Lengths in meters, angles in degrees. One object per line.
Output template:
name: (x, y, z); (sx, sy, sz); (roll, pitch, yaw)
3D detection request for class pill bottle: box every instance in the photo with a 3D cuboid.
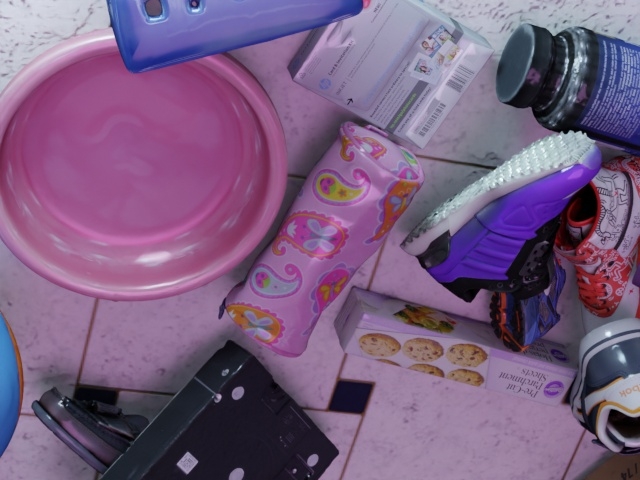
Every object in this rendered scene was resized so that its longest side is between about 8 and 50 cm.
pill bottle: (0.317, -0.172, 1.537); (0.219, 0.123, 0.123); (15, 116, -16)

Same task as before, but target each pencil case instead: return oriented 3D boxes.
pencil case: (0.000, 0.000, 1.563); (0.124, 0.124, 0.284); (24, 115, -25)

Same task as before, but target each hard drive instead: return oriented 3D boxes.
hard drive: (-0.154, 0.317, 1.671); (0.339, 0.064, 0.237); (-49, 131, -12)

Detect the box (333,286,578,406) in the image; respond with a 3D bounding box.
box: (0.175, 0.138, 1.728); (0.324, 0.063, 0.067); (17, 116, -22)

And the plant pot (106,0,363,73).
plant pot: (-0.109, -0.316, 1.293); (0.236, 0.236, 0.212); (-15, 117, -4)

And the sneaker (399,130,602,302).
sneaker: (0.234, -0.013, 1.553); (0.146, 0.102, 0.293); (51, 137, -6)

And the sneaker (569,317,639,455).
sneaker: (0.391, 0.219, 1.726); (0.126, 0.127, 0.321); (-22, 151, 5)

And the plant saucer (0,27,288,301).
plant saucer: (-0.203, -0.089, 1.481); (0.332, 0.084, 0.332); (-5, 124, -7)

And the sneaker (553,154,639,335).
sneaker: (0.333, 0.025, 1.656); (0.145, 0.090, 0.270); (-11, 121, -38)

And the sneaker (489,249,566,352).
sneaker: (0.262, 0.028, 1.684); (0.087, 0.083, 0.221); (-18, 123, -31)

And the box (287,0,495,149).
box: (0.079, -0.203, 1.515); (0.186, 0.038, 0.145); (24, 112, -26)

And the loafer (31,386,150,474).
loafer: (-0.234, 0.256, 1.692); (0.095, 0.109, 0.302); (-48, 128, -6)

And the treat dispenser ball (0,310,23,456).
treat dispenser ball: (-0.464, 0.156, 1.450); (0.288, 0.288, 0.288); (-6, 122, -10)

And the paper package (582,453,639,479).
paper package: (0.514, 0.392, 1.817); (0.325, 0.309, 0.168); (-44, 118, 13)

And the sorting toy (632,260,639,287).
sorting toy: (0.525, 0.048, 1.715); (0.365, 0.127, 0.126); (23, 89, -43)
